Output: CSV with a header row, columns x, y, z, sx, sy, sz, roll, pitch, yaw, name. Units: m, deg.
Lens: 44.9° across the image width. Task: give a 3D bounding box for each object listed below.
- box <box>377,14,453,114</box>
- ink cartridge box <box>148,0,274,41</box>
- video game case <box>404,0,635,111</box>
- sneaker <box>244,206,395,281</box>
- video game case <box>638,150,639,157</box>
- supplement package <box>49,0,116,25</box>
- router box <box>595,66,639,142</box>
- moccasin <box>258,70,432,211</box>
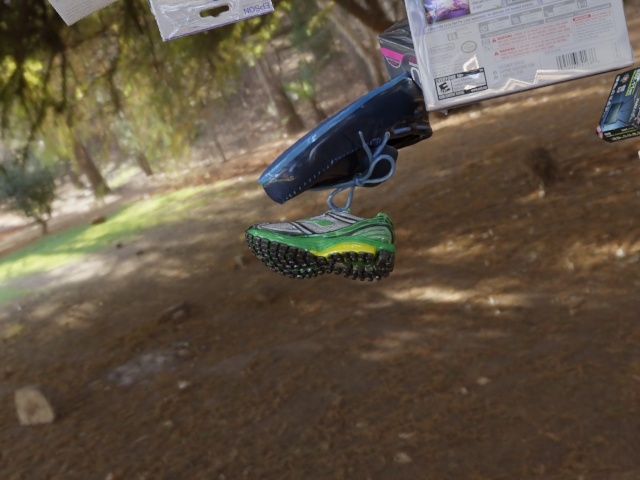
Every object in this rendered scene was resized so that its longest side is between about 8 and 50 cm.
x,y,z,sx,sy,sz,roll,pitch,yaw,name
0.276,-0.402,1.550,0.270,0.143,0.165,-40,44,-18,box
-0.207,-0.467,1.338,0.206,0.208,0.045,-18,7,-10,ink cartridge box
0.249,-0.318,1.020,0.270,0.244,0.061,-11,5,13,video game case
0.000,0.000,1.700,0.344,0.134,0.146,5,55,13,sneaker
0.804,-0.194,1.533,0.285,0.025,0.204,-19,-18,35,video game case
-0.297,-0.364,0.895,0.105,0.179,0.105,-21,40,14,supplement package
0.525,-0.231,1.304,0.122,0.038,0.092,-67,18,-10,router box
0.062,-0.127,1.036,0.342,0.117,0.138,-38,9,-39,moccasin
